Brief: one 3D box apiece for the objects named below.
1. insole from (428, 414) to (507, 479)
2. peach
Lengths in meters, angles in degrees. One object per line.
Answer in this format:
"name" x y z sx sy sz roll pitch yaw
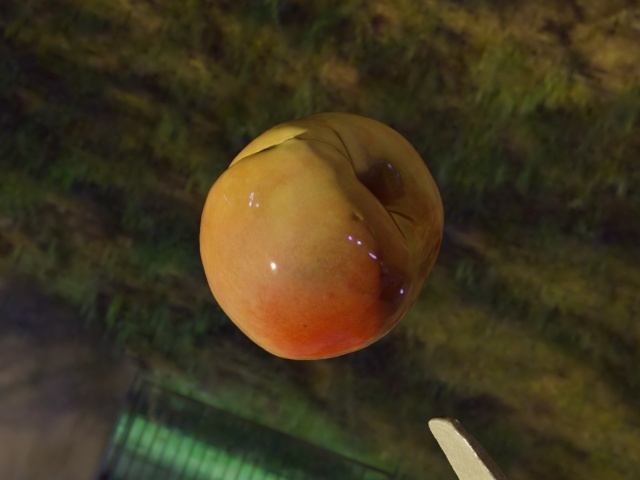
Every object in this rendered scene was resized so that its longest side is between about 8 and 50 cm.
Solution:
"insole" 0.121 0.176 0.796 0.192 0.010 0.063 53 161 -5
"peach" 0.000 0.000 1.015 0.184 0.184 0.184 20 172 3
